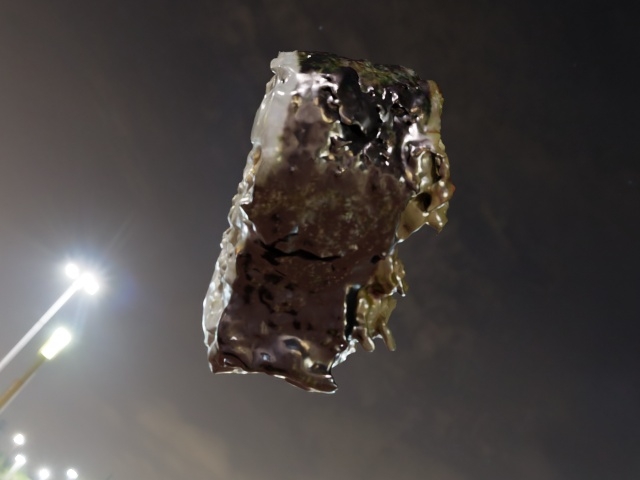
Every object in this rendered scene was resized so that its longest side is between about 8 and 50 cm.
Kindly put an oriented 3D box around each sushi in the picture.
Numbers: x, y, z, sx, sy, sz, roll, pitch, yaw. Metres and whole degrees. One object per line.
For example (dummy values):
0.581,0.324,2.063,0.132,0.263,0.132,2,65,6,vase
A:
0.000,0.000,0.454,0.115,0.147,0.212,15,-57,-8,sushi
